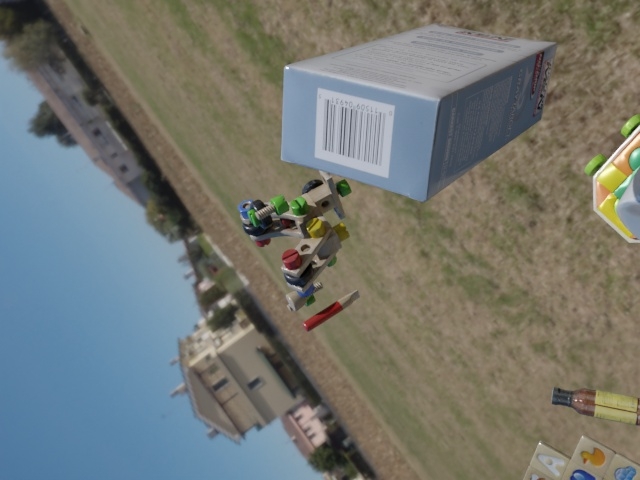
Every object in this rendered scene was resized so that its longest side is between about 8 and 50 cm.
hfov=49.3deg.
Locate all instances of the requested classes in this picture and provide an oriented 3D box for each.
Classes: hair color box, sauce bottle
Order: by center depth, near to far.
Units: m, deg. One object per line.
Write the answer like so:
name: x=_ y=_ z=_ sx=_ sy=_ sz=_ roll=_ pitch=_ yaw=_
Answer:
hair color box: x=0.135 y=-0.176 z=0.853 sx=0.185 sy=0.374 sz=0.114 roll=20 pitch=122 yaw=28
sauce bottle: x=0.407 y=0.239 z=1.024 sx=0.128 sy=0.042 sz=0.042 roll=9 pitch=150 yaw=23

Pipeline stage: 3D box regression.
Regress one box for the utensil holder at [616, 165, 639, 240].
utensil holder: x=0.724 y=-0.142 z=1.146 sx=0.327 sy=0.385 sz=0.327 roll=34 pitch=178 yaw=1

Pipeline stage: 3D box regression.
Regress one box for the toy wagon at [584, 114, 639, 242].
toy wagon: x=0.760 y=-0.159 z=1.525 sx=0.068 sy=0.344 sz=0.267 roll=-7 pitch=-130 yaw=-51

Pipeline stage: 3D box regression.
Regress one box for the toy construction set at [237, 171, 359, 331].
toy construction set: x=0.000 y=0.000 z=1.453 sx=0.309 sy=0.237 sz=0.257 roll=65 pitch=165 yaw=-18

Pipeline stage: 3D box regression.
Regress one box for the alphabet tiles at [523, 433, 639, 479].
alphabet tiles: x=0.503 y=0.489 z=1.177 sx=0.342 sy=0.011 sz=0.285 roll=26 pitch=123 yaw=27
